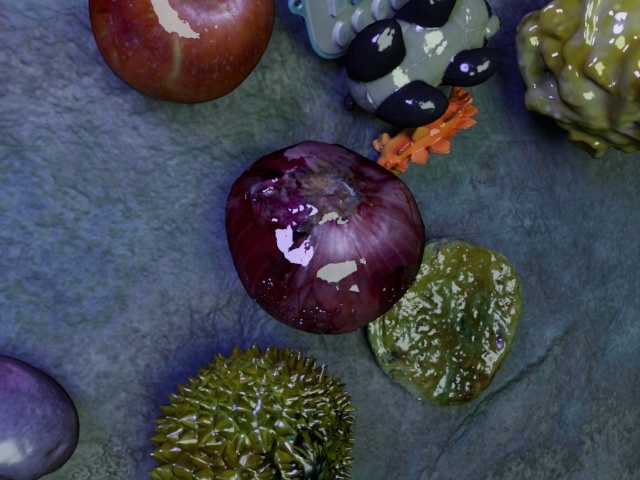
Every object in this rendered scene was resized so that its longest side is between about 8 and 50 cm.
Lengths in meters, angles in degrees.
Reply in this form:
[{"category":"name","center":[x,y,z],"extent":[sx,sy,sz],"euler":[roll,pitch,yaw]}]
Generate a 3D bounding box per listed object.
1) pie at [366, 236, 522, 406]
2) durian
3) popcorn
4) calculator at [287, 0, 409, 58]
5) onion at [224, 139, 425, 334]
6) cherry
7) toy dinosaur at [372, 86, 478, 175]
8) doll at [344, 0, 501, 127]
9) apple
[{"category":"pie","center":[0.202,0.122,0.892],"extent":[0.277,0.078,0.277],"euler":[-4,99,-26]},{"category":"durian","center":[-0.086,0.255,0.705],"extent":[0.291,0.224,0.291],"euler":[-39,147,-32]},{"category":"popcorn","center":[0.445,-0.266,0.840],"extent":[0.312,0.312,0.312],"euler":[-5,101,-25]},{"category":"calculator","center":[0.107,-0.385,0.701],"extent":[0.386,0.054,0.256],"euler":[-41,153,-15]},{"category":"onion","center":[0.000,0.000,0.714],"extent":[0.252,0.219,0.252],"euler":[6,65,-13]},{"category":"cherry","center":[-0.355,0.207,0.604],"extent":[0.176,0.140,0.176],"euler":[4,75,-15]},{"category":"toy dinosaur","center":[0.160,-0.162,0.800],"extent":[0.288,0.117,0.070],"euler":[-46,114,-9]},{"category":"doll","center":[0.134,-0.249,0.749],"extent":[0.234,0.135,0.143],"euler":[-38,111,-7]},{"category":"apple","center":[-0.151,-0.249,0.616],"extent":[0.201,0.162,0.201],"euler":[1,87,-30]}]
